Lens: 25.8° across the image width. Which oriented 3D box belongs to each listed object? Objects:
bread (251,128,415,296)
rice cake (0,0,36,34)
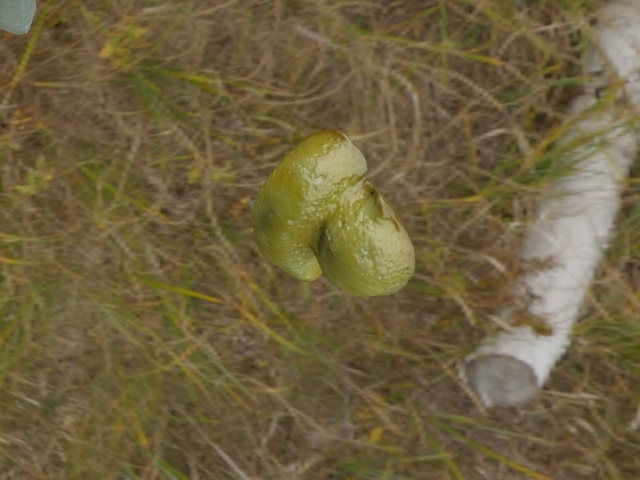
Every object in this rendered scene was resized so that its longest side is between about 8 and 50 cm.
[{"bbox_3d":[0.000,0.000,1.171,0.065,0.187,0.149,-37,85,-35],"label":"bread"},{"bbox_3d":[-0.296,-0.252,1.331,0.045,0.245,0.042,23,75,-6],"label":"rice cake"}]
